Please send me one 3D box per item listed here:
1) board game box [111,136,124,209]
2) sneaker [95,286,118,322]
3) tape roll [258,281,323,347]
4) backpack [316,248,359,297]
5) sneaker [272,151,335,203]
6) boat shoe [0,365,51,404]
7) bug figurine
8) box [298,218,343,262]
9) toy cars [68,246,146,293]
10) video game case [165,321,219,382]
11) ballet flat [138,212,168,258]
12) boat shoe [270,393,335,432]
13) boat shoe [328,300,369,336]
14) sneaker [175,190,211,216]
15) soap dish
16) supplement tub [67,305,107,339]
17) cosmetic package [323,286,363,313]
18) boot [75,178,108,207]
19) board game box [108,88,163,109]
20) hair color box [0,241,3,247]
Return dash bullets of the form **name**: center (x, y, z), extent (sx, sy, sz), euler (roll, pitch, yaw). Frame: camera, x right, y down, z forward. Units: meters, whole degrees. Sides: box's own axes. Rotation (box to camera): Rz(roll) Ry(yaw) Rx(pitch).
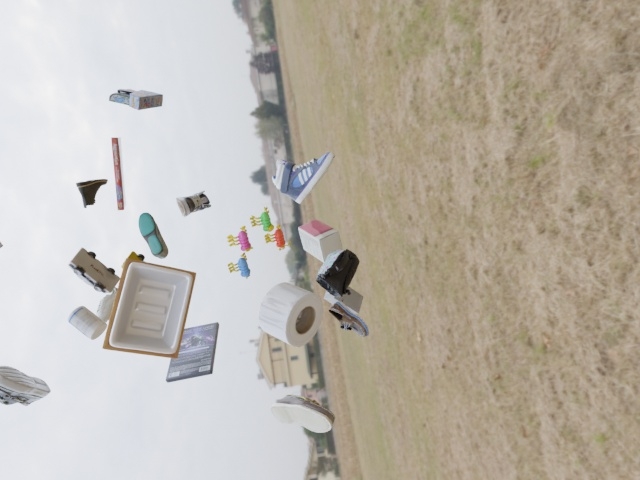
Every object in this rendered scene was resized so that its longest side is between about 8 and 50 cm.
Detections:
- **board game box**: center (-0.809, -0.271, 1.717), extent (0.145, 0.027, 0.281), euler (-144, 54, -66)
- **sneaker**: center (-1.028, 0.325, 2.047), extent (0.094, 0.090, 0.235), euler (53, -151, -23)
- **tape roll**: center (-0.126, 0.322, 1.874), extent (0.169, 0.246, 0.245), euler (16, 124, 37)
- **backpack**: center (0.069, 0.117, 1.694), extent (0.115, 0.181, 0.152), euler (-2, 140, 50)
- **sneaker**: center (-0.106, -0.369, 2.167), extent (0.322, 0.236, 0.130), euler (-51, 0, 20)
- **boat shoe**: center (-1.174, 0.582, 1.646), extent (0.121, 0.119, 0.335), euler (37, 156, 19)
- **bug figurine**: center (-0.233, 0.009, 1.604), extent (0.072, 0.279, 0.216), euler (25, 144, 36)
- **box**: center (0.000, 0.000, 2.309), extent (0.232, 0.127, 0.148), euler (31, 141, 52)
- **toy cars**: center (-0.810, 0.131, 1.699), extent (0.394, 0.087, 0.176), euler (10, -117, -58)
- **video game case**: center (-0.552, 0.482, 1.867), extent (0.274, 0.196, 0.026), euler (-98, -5, -54)
- **ballet flat**: center (-0.670, -0.016, 1.712), extent (0.213, 0.072, 0.068), euler (59, 178, 22)
- **boat shoe**: center (-0.060, 0.654, 1.646), extent (0.325, 0.097, 0.116), euler (-15, 103, 45)
- **boat shoe**: center (0.102, 0.306, 1.604), extent (0.183, 0.066, 0.066), euler (37, 139, 34)
- **sneaker**: center (-0.613, -0.184, 2.083), extent (0.099, 0.153, 0.282), euler (69, 163, -8)
- **soap dish**: center (-0.557, 0.225, 1.406), extent (0.118, 0.229, 0.290), euler (-20, 58, 62)
- **supplement tub**: center (-0.784, 0.276, 1.436), extent (0.071, 0.107, 0.071), euler (-53, -7, -10)
- **cosmetic package**: center (0.145, 0.351, 2.633), extent (0.107, 0.238, 0.127), euler (-14, 51, 49)
- **boot**: center (-1.215, -0.257, 2.292), extent (0.198, 0.077, 0.136), euler (-40, -54, -65)
- **board game box**: center (-0.847, -0.649, 1.951), extent (0.194, 0.194, 0.060), euler (-96, 19, -65)
- **hair color box**: center (-1.269, 0.037, 1.590), extent (0.141, 0.043, 0.071), euler (-67, -20, -47)
